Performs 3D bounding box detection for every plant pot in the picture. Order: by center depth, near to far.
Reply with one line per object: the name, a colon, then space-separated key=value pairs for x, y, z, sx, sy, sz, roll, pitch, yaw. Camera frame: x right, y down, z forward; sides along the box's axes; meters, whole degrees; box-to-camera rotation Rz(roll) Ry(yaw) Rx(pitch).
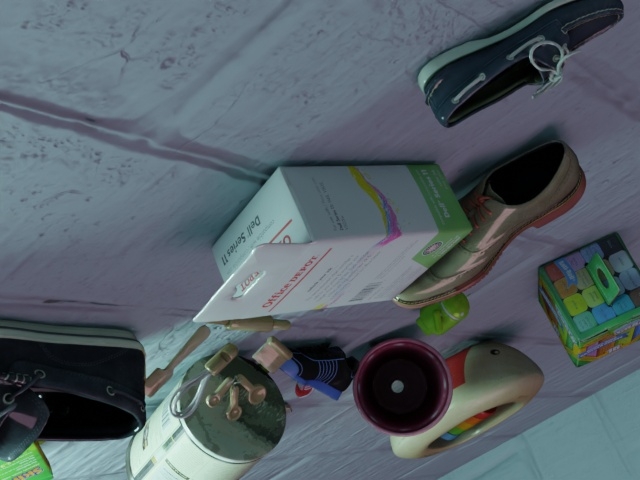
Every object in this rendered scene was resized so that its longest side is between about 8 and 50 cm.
plant pot: x=0.168 y=0.303 z=2.029 sx=0.201 sy=0.201 sz=0.180 roll=-23 pitch=172 yaw=0

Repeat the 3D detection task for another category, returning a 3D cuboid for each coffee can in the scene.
coffee can: x=-0.210 y=0.354 z=1.751 sx=0.201 sy=0.201 sz=0.275 roll=-5 pitch=150 yaw=-36

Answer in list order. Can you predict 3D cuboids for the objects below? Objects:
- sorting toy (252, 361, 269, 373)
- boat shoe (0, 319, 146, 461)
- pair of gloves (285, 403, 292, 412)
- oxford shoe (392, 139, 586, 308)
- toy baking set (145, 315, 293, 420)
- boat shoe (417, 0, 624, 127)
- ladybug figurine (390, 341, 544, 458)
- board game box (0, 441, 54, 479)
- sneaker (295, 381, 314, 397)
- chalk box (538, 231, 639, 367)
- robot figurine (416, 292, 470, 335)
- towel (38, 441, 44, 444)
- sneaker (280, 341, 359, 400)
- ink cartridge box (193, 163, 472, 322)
sorting toy: x=-0.127 y=0.258 z=1.824 sx=0.061 sy=0.042 sz=0.102 roll=-31 pitch=155 yaw=17
boat shoe: x=-0.435 y=0.210 z=1.308 sx=0.500 sy=0.156 sz=0.187 roll=7 pitch=144 yaw=-47
pair of gloves: x=-0.169 y=0.394 z=2.071 sx=0.204 sy=0.042 sz=0.240 roll=-26 pitch=157 yaw=6
oxford shoe: x=0.230 y=-0.034 z=1.449 sx=0.348 sy=0.123 sz=0.130 roll=-39 pitch=150 yaw=2
toy baking set: x=-0.154 y=0.203 z=1.572 sx=0.256 sy=0.030 sz=0.197 roll=14 pitch=101 yaw=-39
boat shoe: x=0.240 y=-0.211 z=1.130 sx=0.254 sy=0.079 sz=0.095 roll=-23 pitch=156 yaw=-1
ladybug figurine: x=0.329 y=0.382 z=2.348 sx=0.305 sy=0.162 sz=0.449 roll=7 pitch=142 yaw=-48
board game box: x=-0.537 y=0.372 z=1.654 sx=0.124 sy=0.039 sz=0.259 roll=-16 pitch=148 yaw=-13
sneaker: x=-0.035 y=0.279 z=1.951 sx=0.067 sy=0.042 sz=0.118 roll=-6 pitch=144 yaw=-42
chalk box: x=0.562 y=0.117 z=1.990 sx=0.179 sy=0.180 sz=0.289 roll=-25 pitch=155 yaw=3
robot figurine: x=0.237 y=0.137 z=1.869 sx=0.115 sy=0.067 sz=0.101 roll=-42 pitch=168 yaw=35
towel: x=-0.507 y=0.341 z=1.678 sx=0.237 sy=0.021 sz=0.102 roll=-29 pitch=157 yaw=11
sneaker: x=-0.010 y=0.228 z=1.841 sx=0.090 sy=0.081 sz=0.232 roll=-55 pitch=143 yaw=0
ink cartridge box: x=0.000 y=0.000 z=1.302 sx=0.353 sy=0.119 sz=0.207 roll=-4 pitch=151 yaw=-39
